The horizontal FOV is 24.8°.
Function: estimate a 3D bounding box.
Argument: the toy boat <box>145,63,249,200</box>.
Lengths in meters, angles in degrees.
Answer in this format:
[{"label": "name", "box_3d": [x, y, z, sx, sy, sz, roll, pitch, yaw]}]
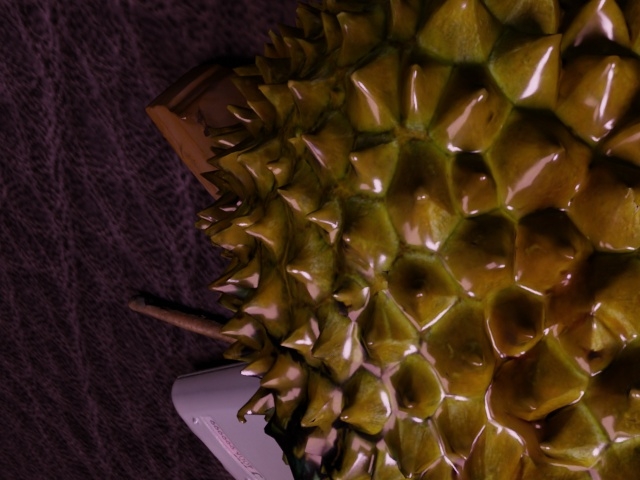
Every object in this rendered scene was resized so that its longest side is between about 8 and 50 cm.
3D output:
[{"label": "toy boat", "box_3d": [0.000, 0.000, 0.730, 0.226, 0.068, 0.088, 45, 162, 9]}]

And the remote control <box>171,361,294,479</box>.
[{"label": "remote control", "box_3d": [0.007, 0.114, 0.884, 0.103, 0.051, 0.293, 51, 148, -15]}]

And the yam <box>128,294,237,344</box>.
[{"label": "yam", "box_3d": [-0.085, 0.051, 0.941, 0.107, 0.014, 0.014, 15, 140, 36]}]

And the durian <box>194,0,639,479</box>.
[{"label": "durian", "box_3d": [0.078, 0.005, 0.529, 0.291, 0.225, 0.291, 48, -176, -5]}]
